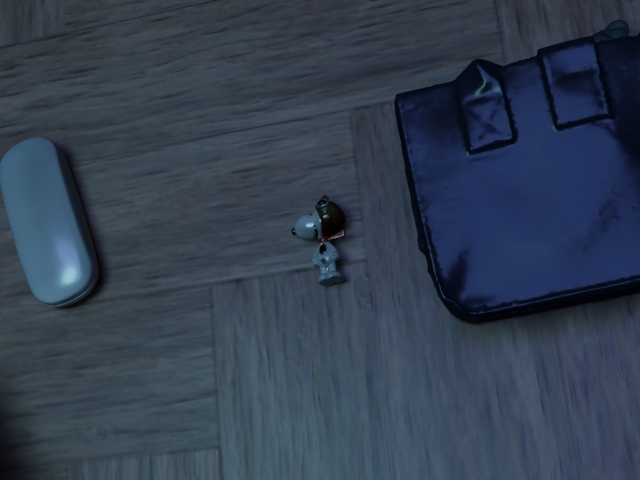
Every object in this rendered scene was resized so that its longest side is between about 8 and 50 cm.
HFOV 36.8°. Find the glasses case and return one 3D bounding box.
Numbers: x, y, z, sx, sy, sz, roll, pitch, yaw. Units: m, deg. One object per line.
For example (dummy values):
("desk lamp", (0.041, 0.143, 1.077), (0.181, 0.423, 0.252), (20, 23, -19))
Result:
("glasses case", (-0.296, -0.022, 1.042), (0.076, 0.049, 0.197), (-25, 69, 6))

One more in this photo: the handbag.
("handbag", (0.243, -0.079, 0.886), (0.325, 0.118, 0.269), (-12, 78, 10))

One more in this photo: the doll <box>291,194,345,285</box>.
("doll", (0.006, 0.000, 0.964), (0.058, 0.040, 0.085), (-36, 64, 16))
